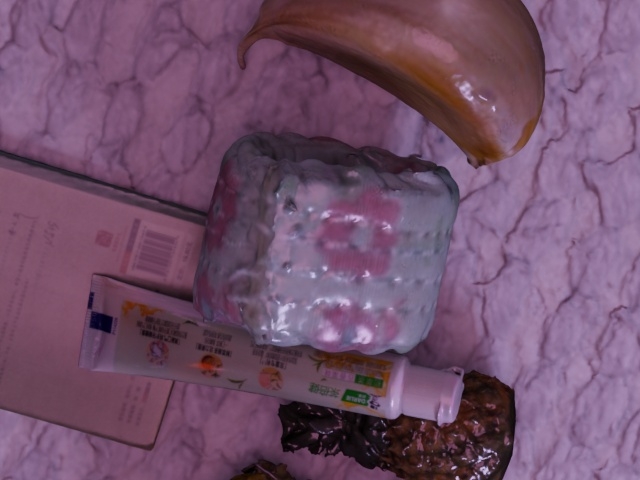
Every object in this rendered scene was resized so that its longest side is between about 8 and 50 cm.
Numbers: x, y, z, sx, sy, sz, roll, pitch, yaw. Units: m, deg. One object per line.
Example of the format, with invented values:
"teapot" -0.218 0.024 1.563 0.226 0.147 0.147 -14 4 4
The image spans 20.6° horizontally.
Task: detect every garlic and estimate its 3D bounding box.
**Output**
"garlic" 0.068 -0.153 1.385 0.245 0.145 0.164 24 128 -2

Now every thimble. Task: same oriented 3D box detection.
"thimble" 0.000 0.000 1.355 0.185 0.211 0.149 16 101 26

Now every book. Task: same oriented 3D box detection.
"book" -0.242 0.040 1.445 0.282 0.025 0.215 19 96 -5

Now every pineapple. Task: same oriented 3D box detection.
"pineapple" 0.062 0.153 1.439 0.197 0.108 0.108 3 98 10

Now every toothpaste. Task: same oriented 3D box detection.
"toothpaste" -0.044 0.096 1.398 0.314 0.056 0.058 11 53 15

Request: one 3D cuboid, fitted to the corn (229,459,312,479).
"corn" -0.110 0.317 1.449 0.106 0.106 0.305 38 96 -6
